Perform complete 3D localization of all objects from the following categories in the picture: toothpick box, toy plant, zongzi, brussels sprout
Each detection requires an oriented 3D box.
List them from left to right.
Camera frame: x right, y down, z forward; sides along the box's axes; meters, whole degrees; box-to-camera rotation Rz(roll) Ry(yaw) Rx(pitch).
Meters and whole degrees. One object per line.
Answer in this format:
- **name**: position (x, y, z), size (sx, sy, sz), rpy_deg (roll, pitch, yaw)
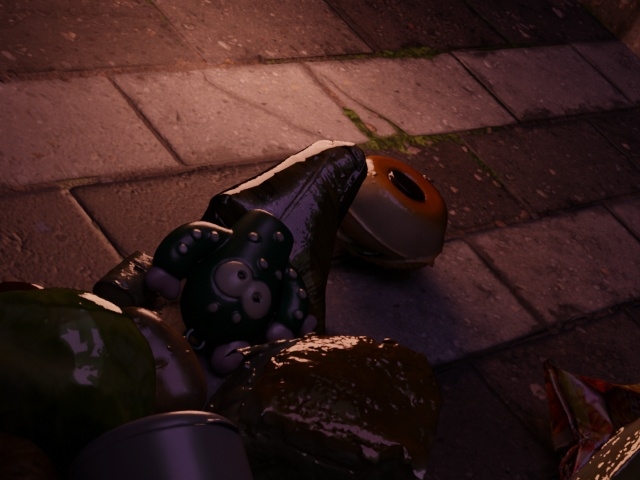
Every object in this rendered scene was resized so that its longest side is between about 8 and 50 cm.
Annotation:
- **brussels sprout**: position (-0.323, 0.161, 1.696), size (0.271, 0.219, 0.210), rpy_deg (21, 54, -7)
- **toothpick box**: position (-0.153, 0.363, 1.567), size (0.229, 0.229, 0.316), rpy_deg (5, 51, -36)
- **toy plant**: position (-0.123, 0.071, 2.064), size (0.243, 0.112, 0.232), rpy_deg (-28, 89, -34)
- **zongzi**: position (0.000, 0.000, 2.237), size (0.286, 0.134, 0.288), rpy_deg (-32, 72, -26)

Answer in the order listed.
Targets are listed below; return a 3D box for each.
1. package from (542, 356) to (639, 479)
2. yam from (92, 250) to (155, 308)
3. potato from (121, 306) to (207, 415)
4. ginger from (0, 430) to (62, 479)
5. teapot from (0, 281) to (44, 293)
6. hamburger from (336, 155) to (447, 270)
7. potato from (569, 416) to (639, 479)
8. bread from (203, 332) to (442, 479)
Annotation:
- **package**: position (0.454, 0.304, 2.278), size (0.288, 0.108, 0.223), rpy_deg (19, 49, -34)
- **yam**: position (-0.261, 0.054, 2.043), size (0.070, 0.069, 0.146), rpy_deg (37, 34, 7)
- **potato**: position (-0.225, 0.170, 1.869), size (0.137, 0.137, 0.175), rpy_deg (-11, 68, -48)
- **ginger**: position (-0.348, 0.336, 1.502), size (0.172, 0.165, 0.321), rpy_deg (53, 23, -16)
- **teapot**: position (-0.391, 0.118, 1.828), size (0.173, 0.116, 0.116), rpy_deg (1, 36, 1)
- **hamburger**: position (0.111, -0.046, 2.424), size (0.237, 0.147, 0.237), rpy_deg (28, 28, -17)
- **potato**: position (0.438, 0.379, 2.118), size (0.255, 0.112, 0.269), rpy_deg (-12, 93, -24)
- **bread**: position (-0.009, 0.240, 1.864), size (0.279, 0.225, 0.250), rpy_deg (23, 35, -7)
